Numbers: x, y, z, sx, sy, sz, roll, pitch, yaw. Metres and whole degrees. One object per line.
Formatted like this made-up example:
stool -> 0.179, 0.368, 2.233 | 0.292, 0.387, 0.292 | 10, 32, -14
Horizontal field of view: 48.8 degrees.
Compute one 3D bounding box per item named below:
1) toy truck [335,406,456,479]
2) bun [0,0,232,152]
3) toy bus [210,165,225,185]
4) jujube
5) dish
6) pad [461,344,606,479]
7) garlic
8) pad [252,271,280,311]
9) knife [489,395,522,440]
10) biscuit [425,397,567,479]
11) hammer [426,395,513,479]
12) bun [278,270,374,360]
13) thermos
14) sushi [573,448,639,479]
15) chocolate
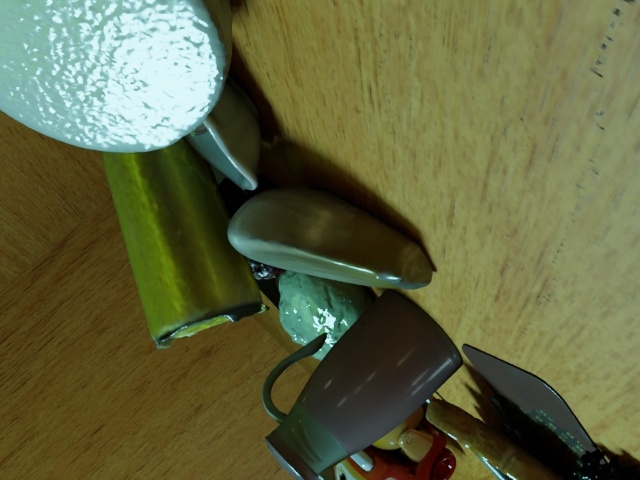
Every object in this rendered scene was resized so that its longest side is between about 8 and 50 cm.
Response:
toy truck -> 0.125, 0.424, 1.410 | 0.189, 0.265, 0.239 | 31, 170, 49
bun -> -0.199, -0.225, 0.645 | 0.263, 0.175, 0.263 | 5, 143, 4
toy bus -> -0.225, -0.106, 1.246 | 0.234, 0.116, 0.133 | 41, 166, 20
jujube -> -0.089, -0.027, 1.044 | 0.166, 0.104, 0.104 | 63, 165, -10
dish -> -0.132, -0.161, 0.834 | 0.229, 0.081, 0.229 | 44, 171, 9
pad -> 0.279, 0.234, 0.852 | 0.267, 0.004, 0.181 | 52, 167, -20
garlic -> -0.007, -0.004, 0.827 | 0.143, 0.112, 0.318 | 27, 177, -42
pad -> -0.010, 0.125, 1.257 | 0.245, 0.006, 0.170 | 46, -154, 5
knife -> 0.250, 0.243, 0.962 | 0.027, 0.010, 0.096 | 30, 159, 53
biscuit -> 0.265, 0.304, 0.974 | 0.284, 0.043, 0.306 | 33, 173, 10
hammer -> 0.223, 0.307, 1.208 | 0.288, 0.033, 0.111 | 45, 168, 10
bun -> 0.004, 0.111, 1.119 | 0.212, 0.126, 0.204 | 51, 166, -11
thermos -> 0.038, 0.198, 0.948 | 0.176, 0.265, 0.146 | 44, 167, 22
sushi -> 0.306, 0.262, 0.722 | 0.084, 0.056, 0.083 | 47, 168, -2
chocolate -> -0.209, -0.085, 0.972 | 0.162, 0.162, 0.445 | 117, 134, -77
